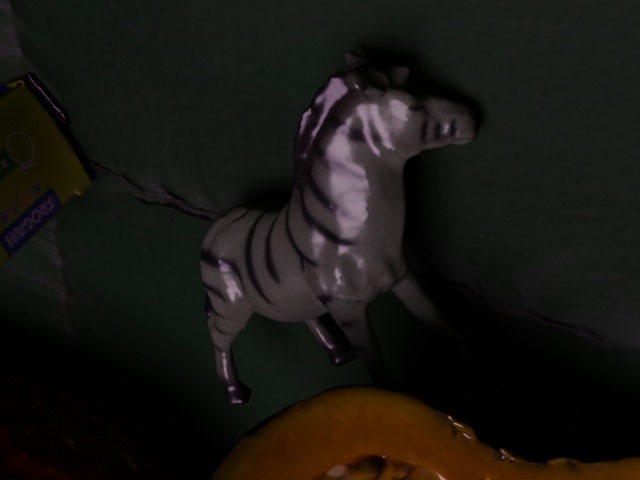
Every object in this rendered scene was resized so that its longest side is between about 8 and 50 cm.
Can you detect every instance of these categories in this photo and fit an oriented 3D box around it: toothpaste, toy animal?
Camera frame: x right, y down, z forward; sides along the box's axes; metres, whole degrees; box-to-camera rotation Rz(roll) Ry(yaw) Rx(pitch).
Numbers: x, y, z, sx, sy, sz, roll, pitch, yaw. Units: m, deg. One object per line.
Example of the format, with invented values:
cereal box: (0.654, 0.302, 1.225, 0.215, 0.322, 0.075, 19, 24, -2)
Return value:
toothpaste: (-0.290, -0.013, 0.858, 0.327, 0.110, 0.077, -10, 120, 41)
toy animal: (-0.003, 0.003, 0.698, 0.217, 0.073, 0.176, -10, 112, 46)

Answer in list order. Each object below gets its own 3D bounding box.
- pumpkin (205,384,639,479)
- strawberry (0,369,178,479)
pumpkin: (0.075, 0.219, 0.681, 0.325, 0.242, 0.232, 17, 153, -4)
strawberry: (-0.238, 0.203, 0.926, 0.345, 0.295, 0.317, 56, 167, 33)
